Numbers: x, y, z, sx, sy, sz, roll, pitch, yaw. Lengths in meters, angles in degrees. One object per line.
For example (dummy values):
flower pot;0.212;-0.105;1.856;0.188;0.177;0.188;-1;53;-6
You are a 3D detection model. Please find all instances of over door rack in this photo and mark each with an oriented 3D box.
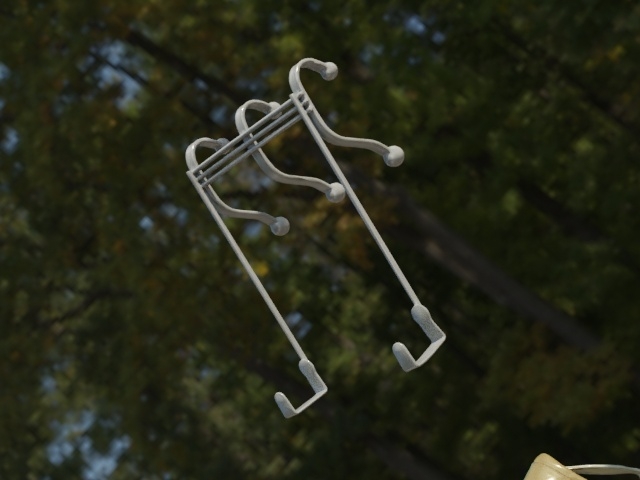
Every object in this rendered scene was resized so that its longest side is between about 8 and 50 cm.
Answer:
over door rack;0.000;0.000;1.578;0.108;0.324;0.239;-17;-8;-38

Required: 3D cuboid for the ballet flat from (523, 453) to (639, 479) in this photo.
ballet flat;0.281;0.230;1.264;0.080;0.232;0.073;94;-168;-67
